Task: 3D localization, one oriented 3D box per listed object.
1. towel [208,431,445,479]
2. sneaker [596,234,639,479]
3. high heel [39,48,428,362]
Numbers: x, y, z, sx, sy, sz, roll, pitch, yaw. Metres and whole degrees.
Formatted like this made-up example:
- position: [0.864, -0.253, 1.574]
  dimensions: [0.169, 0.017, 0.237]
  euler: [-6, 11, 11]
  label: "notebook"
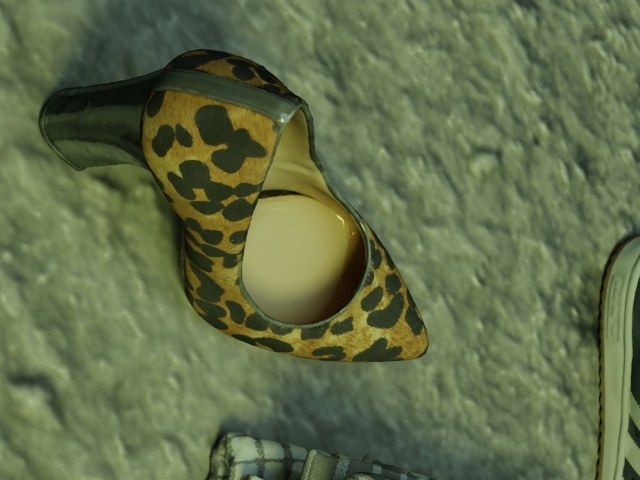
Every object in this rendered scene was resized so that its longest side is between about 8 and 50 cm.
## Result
- position: [0.035, 0.261, 0.936]
  dimensions: [0.235, 0.121, 0.283]
  euler: [22, 78, -33]
  label: "towel"
- position: [0.248, 0.137, 1.060]
  dimensions: [0.099, 0.153, 0.282]
  euler: [-6, 94, -34]
  label: "sneaker"
- position: [0.000, 0.000, 0.870]
  dimensions: [0.261, 0.186, 0.093]
  euler: [35, 71, -29]
  label: "high heel"
